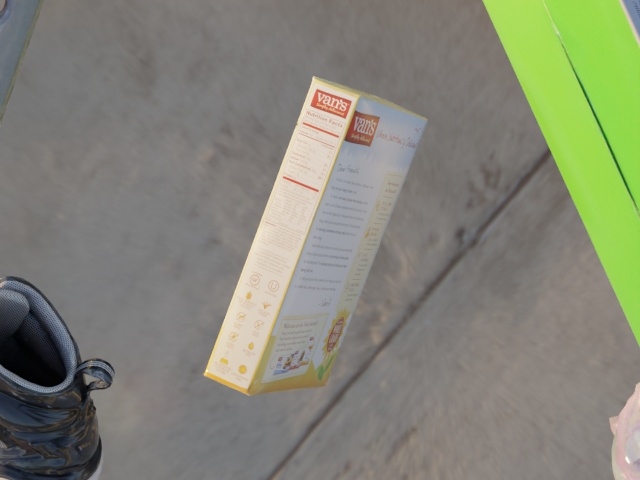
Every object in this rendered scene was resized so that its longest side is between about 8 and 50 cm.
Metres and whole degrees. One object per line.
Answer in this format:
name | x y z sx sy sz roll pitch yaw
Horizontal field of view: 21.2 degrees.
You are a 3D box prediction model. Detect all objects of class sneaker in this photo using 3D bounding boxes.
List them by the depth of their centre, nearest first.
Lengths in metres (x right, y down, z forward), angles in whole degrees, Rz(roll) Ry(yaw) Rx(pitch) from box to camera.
sneaker | -0.268 0.084 1.174 0.268 0.101 0.153 18 131 -3

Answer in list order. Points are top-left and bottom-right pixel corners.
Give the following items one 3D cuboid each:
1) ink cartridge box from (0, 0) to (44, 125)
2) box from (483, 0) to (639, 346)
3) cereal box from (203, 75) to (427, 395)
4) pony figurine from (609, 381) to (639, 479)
ink cartridge box | -0.231 -0.125 0.587 0.130 0.272 0.309 21 91 39
box | 0.227 -0.100 0.824 0.231 0.127 0.262 -27 95 -19
cereal box | 0.000 0.000 1.332 0.047 0.173 0.240 22 95 20
pony figurine | 0.178 -0.083 0.480 0.303 0.351 0.363 2 94 -40
